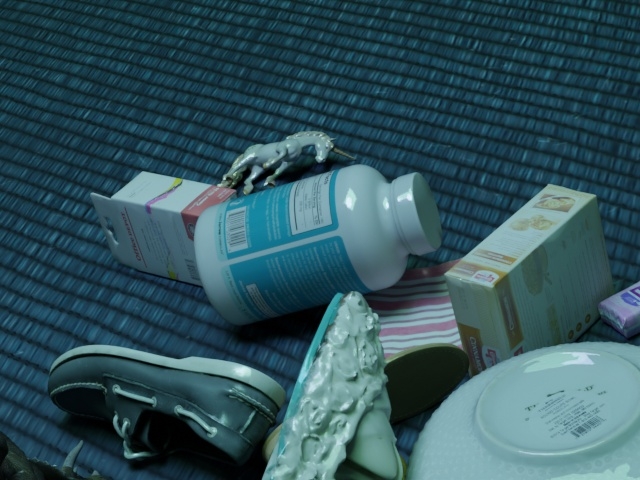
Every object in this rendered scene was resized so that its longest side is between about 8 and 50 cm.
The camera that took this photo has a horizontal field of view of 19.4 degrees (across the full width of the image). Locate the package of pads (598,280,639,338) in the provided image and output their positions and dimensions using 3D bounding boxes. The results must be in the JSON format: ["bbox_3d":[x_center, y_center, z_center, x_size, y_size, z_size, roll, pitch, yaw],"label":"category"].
[{"bbox_3d":[0.346,0.070,2.017,0.083,0.032,0.050,-26,35,-17],"label":"package of pads"}]

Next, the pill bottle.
[{"bbox_3d":[0.000,0.000,2.137,0.264,0.146,0.146,-15,30,19],"label":"pill bottle"}]

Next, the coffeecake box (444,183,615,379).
[{"bbox_3d":[0.226,0.051,1.993,0.068,0.142,0.185,16,43,42],"label":"coffeecake box"}]

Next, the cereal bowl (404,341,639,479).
[{"bbox_3d":[0.236,0.202,1.753,0.339,0.141,0.339,-11,30,7],"label":"cereal bowl"}]

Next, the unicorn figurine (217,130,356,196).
[{"bbox_3d":[-0.054,-0.105,2.445,0.162,0.060,0.111,5,37,30],"label":"unicorn figurine"}]

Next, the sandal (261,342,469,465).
[{"bbox_3d":[0.034,0.156,1.963,0.240,0.088,0.079,-29,39,-13],"label":"sandal"}]

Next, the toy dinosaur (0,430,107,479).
[{"bbox_3d":[-0.306,0.251,1.846,0.121,0.313,0.160,-45,55,1],"label":"toy dinosaur"}]

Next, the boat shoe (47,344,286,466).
[{"bbox_3d":[-0.183,0.181,1.995,0.319,0.116,0.099,1,59,37],"label":"boat shoe"}]

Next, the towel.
[{"bbox_3d":[0.109,0.085,2.099,0.144,0.029,0.197,-9,32,12],"label":"towel"}]

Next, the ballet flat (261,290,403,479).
[{"bbox_3d":[-0.003,0.241,1.713,0.147,0.147,0.409,6,56,31],"label":"ballet flat"}]

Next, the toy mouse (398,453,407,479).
[{"bbox_3d":[0.023,0.251,1.857,0.143,0.031,0.161,-22,25,-7],"label":"toy mouse"}]

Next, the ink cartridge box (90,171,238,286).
[{"bbox_3d":[-0.181,-0.015,2.303,0.198,0.115,0.067,13,42,37],"label":"ink cartridge box"}]
